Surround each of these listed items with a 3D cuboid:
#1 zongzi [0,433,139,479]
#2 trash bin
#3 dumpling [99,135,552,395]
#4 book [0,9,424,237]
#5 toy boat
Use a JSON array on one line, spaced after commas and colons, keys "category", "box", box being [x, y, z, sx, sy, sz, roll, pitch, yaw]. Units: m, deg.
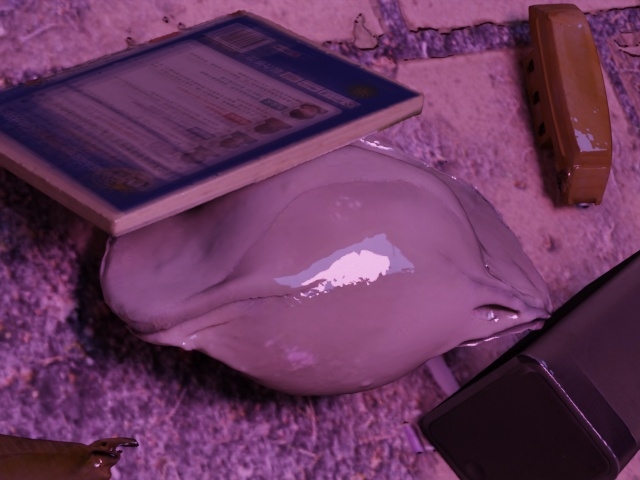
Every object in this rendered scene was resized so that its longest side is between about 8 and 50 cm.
[{"category": "zongzi", "box": [-0.374, 0.090, 1.175, 0.447, 0.418, 0.181, 51, 23, 3]}, {"category": "trash bin", "box": [0.225, 0.112, 1.646, 0.122, 0.164, 0.240, 52, 48, 1]}, {"category": "dumpling", "box": [-0.004, 0.001, 1.568, 0.341, 0.181, 0.260, -18, 48, -4]}, {"category": "book", "box": [-0.107, -0.101, 1.555, 0.322, 0.018, 0.228, -24, 39, -37]}, {"category": "toy boat", "box": [0.227, -0.126, 1.822, 0.057, 0.077, 0.200, -2, 69, -19]}]
